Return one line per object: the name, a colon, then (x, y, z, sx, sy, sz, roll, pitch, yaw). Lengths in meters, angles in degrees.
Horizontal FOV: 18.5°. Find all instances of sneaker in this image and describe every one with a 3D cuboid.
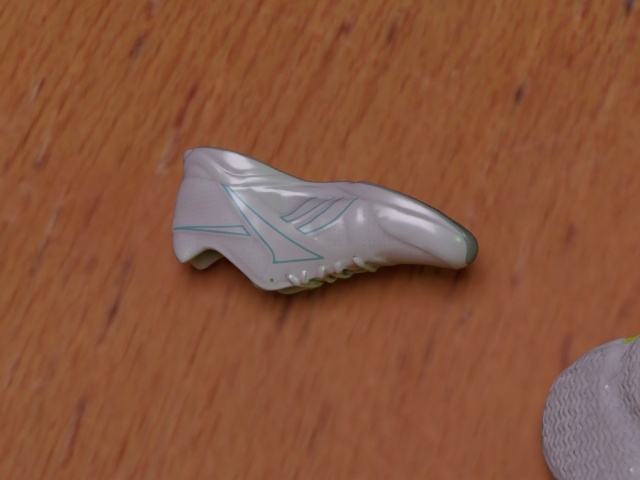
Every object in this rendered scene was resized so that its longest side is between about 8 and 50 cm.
sneaker: (0.000, 0.000, 0.924, 0.152, 0.053, 0.061, 12, 80, 21)
sneaker: (0.213, 0.088, 0.814, 0.240, 0.126, 0.091, -3, 72, 43)
